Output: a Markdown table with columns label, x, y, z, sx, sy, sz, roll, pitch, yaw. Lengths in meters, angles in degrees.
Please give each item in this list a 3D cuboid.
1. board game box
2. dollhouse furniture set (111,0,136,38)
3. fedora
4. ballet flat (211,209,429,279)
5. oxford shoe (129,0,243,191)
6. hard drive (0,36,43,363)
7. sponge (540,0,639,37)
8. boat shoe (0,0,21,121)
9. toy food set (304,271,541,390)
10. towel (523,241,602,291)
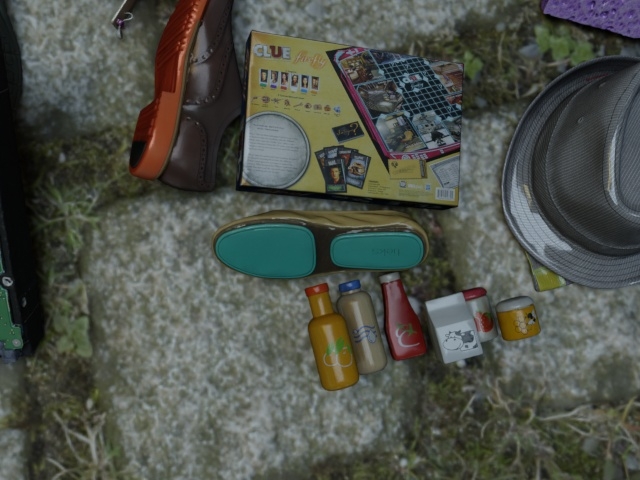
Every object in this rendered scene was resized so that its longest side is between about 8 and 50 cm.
| label | x | y | z | sx | sy | sz | roll | pitch | yaw |
| --- | --- | --- | --- | --- | --- | --- | --- | --- | --- |
| board game box | 0.035 | -0.126 | 0.696 | 0.243 | 0.042 | 0.165 | 5 | 86 | -14 |
| dollhouse furniture set | -0.224 | -0.275 | 0.684 | 0.091 | 0.114 | 0.081 | 32 | 89 | -2 |
| fedora | 0.340 | -0.088 | 0.686 | 0.243 | 0.124 | 0.275 | 39 | 81 | 2 |
| ballet flat | 0.000 | 0.000 | 0.698 | 0.232 | 0.073 | 0.080 | 2 | 119 | -4 |
| oxford shoe | -0.128 | -0.184 | 0.706 | 0.098 | 0.096 | 0.272 | 20 | 80 | -30 |
| hard drive | -0.409 | -0.041 | 0.609 | 0.236 | 0.064 | 0.339 | 1 | 112 | -2 |
| sponge | 0.371 | -0.288 | 0.719 | 0.209 | 0.117 | 0.031 | 14 | 45 | -2 |
| boat shoe | -0.400 | -0.234 | 0.672 | 0.102 | 0.118 | 0.321 | -8 | 91 | 9 |
| toy food set | 0.101 | 0.073 | 0.672 | 0.232 | 0.111 | 0.105 | -15 | 87 | -1 |
| towel | 0.280 | 0.023 | 0.737 | 0.083 | 0.009 | 0.060 | -13 | 85 | -4 |
